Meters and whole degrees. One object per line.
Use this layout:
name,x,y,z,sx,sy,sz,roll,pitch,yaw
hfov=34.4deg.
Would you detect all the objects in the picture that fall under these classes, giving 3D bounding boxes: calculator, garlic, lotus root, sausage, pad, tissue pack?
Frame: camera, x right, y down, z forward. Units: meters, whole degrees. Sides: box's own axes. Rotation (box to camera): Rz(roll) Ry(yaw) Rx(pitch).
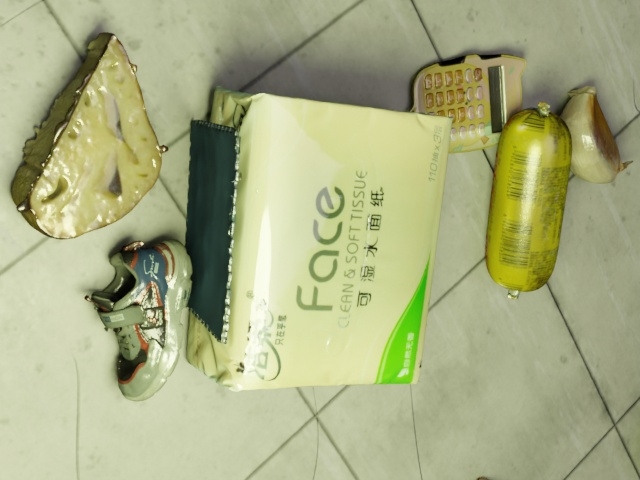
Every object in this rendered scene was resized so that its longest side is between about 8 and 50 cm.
calculator,0.240,-0.225,1.689,0.236,0.033,0.157,-12,106,-28
garlic,0.490,-0.166,1.828,0.198,0.090,0.128,47,61,-25
lotus root,-0.291,-0.117,1.347,0.170,0.074,0.260,39,76,-32
sausage,0.343,-0.062,1.712,0.123,0.123,0.347,-8,114,-31
pad,-0.146,-0.021,1.345,0.012,0.269,0.269,2,100,-19
tissue pack,0.000,0.000,1.474,0.332,0.205,0.405,3,96,-29

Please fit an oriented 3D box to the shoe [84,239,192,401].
shoe,-0.253,0.103,1.391,0.125,0.099,0.227,13,88,-40

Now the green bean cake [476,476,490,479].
green bean cake,0.303,0.508,1.847,0.136,0.056,0.135,38,77,-31
